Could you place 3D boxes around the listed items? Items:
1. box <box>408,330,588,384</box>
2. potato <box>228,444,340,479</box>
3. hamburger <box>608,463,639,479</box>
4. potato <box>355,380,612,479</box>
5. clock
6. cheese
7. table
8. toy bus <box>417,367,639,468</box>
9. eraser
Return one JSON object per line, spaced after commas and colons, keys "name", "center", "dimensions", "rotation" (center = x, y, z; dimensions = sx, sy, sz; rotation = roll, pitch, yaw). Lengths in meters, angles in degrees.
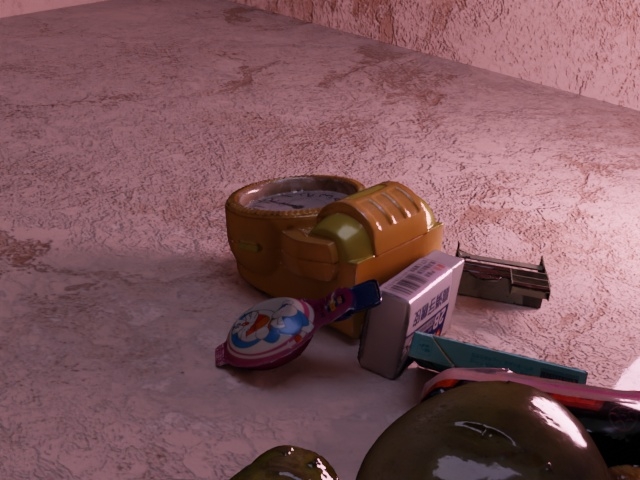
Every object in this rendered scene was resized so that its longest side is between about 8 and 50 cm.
{"name": "box", "center": [0.238, 0.173, 1.683], "dimensions": [0.229, 0.041, 0.162], "rotation": [13, -8, 11]}
{"name": "potato", "center": [-0.051, 0.300, 1.268], "dimensions": [0.149, 0.113, 0.251], "rotation": [19, 32, 5]}
{"name": "hamburger", "center": [0.393, 0.325, 1.419], "dimensions": [0.176, 0.087, 0.102], "rotation": [15, 33, -2]}
{"name": "potato", "center": [0.174, 0.267, 1.284], "dimensions": [0.243, 0.221, 0.326], "rotation": [19, 20, 29]}
{"name": "clock", "center": [0.000, 0.000, 1.927], "dimensions": [0.317, 0.200, 0.244], "rotation": [15, 23, 38]}
{"name": "cheese", "center": [-0.033, 0.111, 1.700], "dimensions": [0.244, 0.062, 0.155], "rotation": [-22, 25, 7]}
{"name": "table", "center": [0.290, 0.064, 2.035], "dimensions": [0.146, 0.062, 0.175], "rotation": [10, 21, 3]}
{"name": "toy bus", "center": [0.262, 0.237, 1.523], "dimensions": [0.303, 0.127, 0.147], "rotation": [9, 17, 4]}
{"name": "eraser", "center": [0.134, 0.101, 1.803], "dimensions": [0.068, 0.124, 0.210], "rotation": [18, 23, 23]}
